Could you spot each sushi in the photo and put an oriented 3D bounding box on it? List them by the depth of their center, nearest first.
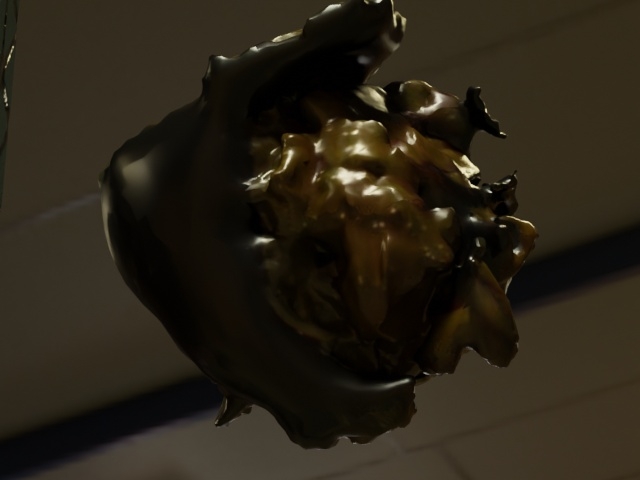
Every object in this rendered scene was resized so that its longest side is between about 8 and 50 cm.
[{"bbox_3d":[0.005,-0.004,0.777,0.200,0.204,0.213,-34,-4,18],"label":"sushi"}]

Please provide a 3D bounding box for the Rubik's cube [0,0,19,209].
[{"bbox_3d":[-0.291,-0.091,1.073,0.190,0.211,0.178,-6,-58,9],"label":"Rubik's cube"}]
